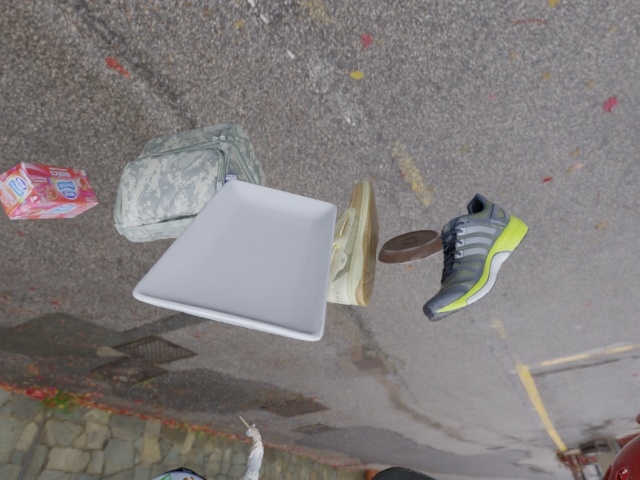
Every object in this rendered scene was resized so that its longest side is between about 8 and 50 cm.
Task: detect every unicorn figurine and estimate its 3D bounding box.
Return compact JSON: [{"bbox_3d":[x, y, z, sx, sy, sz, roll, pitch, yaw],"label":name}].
[{"bbox_3d":[-0.162,0.521,1.018,0.060,0.162,0.111,0,136,-13],"label":"unicorn figurine"}]

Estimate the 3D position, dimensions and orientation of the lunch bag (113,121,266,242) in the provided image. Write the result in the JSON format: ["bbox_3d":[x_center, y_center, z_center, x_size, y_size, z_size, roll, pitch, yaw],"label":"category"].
[{"bbox_3d":[-0.295,-0.114,0.987,0.305,0.256,0.213,-7,134,14],"label":"lunch bag"}]

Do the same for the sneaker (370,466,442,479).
[{"bbox_3d":[0.103,0.204,0.230,0.086,0.228,0.132,-38,136,-18],"label":"sneaker"}]

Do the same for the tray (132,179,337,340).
[{"bbox_3d":[-0.060,0.007,0.433,0.145,0.270,0.030,13,117,-1],"label":"tray"}]

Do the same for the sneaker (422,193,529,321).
[{"bbox_3d":[0.259,0.028,0.774,0.121,0.300,0.111,44,146,5],"label":"sneaker"}]

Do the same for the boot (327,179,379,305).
[{"bbox_3d":[0.000,0.000,0.773,0.203,0.262,0.095,-4,143,19],"label":"boot"}]

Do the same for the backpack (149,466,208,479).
[{"bbox_3d":[-0.293,0.558,0.752,0.263,0.213,0.276,-39,123,-10],"label":"backpack"}]

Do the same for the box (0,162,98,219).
[{"bbox_3d":[-0.838,-0.148,1.314,0.122,0.128,0.257,-24,180,9],"label":"box"}]

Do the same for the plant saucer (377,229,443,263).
[{"bbox_3d":[0.214,0.010,1.004,0.168,0.168,0.029,-14,105,16],"label":"plant saucer"}]

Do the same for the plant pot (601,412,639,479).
[{"bbox_3d":[0.465,0.322,0.519,0.191,0.174,0.191,24,179,0],"label":"plant pot"}]
